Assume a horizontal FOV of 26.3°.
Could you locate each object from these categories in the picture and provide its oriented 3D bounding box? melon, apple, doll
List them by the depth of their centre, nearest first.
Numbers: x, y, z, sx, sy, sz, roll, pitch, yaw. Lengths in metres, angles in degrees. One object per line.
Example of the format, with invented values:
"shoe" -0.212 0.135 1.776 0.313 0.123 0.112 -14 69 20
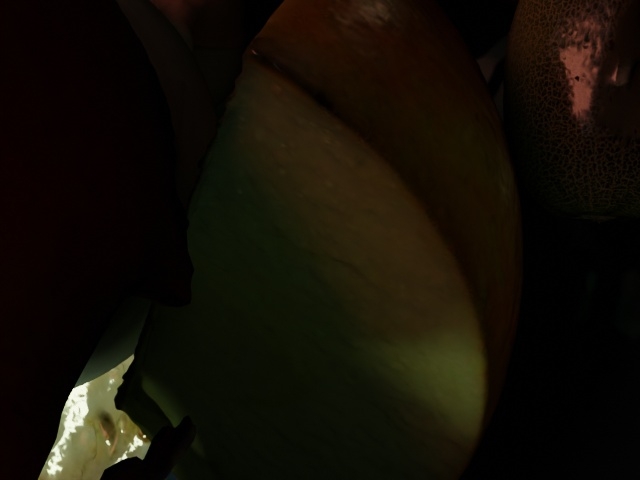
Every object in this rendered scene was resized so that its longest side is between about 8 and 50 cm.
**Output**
"melon" 0.135 -0.087 0.621 0.099 0.099 0.162 5 82 48
"apple" 0.000 0.000 0.650 0.254 0.179 0.346 62 152 25
"doll" -0.078 -0.190 0.864 0.155 0.113 0.275 -97 28 -70

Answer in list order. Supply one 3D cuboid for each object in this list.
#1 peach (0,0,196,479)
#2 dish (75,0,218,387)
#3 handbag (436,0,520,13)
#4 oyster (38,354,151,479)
"peach" -0.234 0.062 0.534 0.339 0.353 0.416 -153 63 -75
"dish" -0.199 -0.043 0.749 0.274 0.134 0.273 0 87 7
"handbag" 0.038 -0.205 0.669 0.135 0.225 0.146 7 68 56
"oyster" -0.233 0.116 0.884 0.361 0.221 0.096 -55 26 19
